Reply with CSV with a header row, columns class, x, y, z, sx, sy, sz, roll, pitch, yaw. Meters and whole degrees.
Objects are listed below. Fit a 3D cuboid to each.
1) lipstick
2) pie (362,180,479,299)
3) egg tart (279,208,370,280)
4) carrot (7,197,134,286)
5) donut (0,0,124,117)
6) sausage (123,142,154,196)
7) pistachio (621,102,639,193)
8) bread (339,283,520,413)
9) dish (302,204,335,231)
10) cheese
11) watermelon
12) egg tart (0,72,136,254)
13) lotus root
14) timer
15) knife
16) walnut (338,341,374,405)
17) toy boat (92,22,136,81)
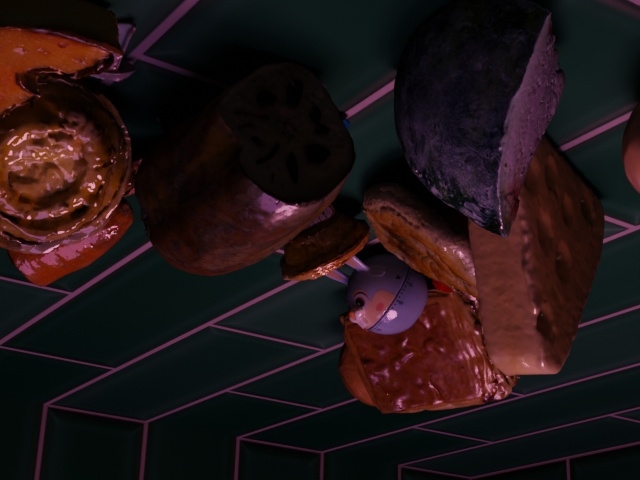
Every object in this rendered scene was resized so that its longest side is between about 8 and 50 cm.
class,x,y,z,sx,sy,sz,roll,pitch,yaw
lipstick,0.250,0.024,2.177,0.073,0.073,0.280,1,159,2
pie,0.190,0.011,1.967,0.337,0.075,0.337,37,173,5
egg tart,0.000,0.000,2.056,0.191,0.191,0.074,-14,114,34
carrot,-0.429,-0.028,2.040,0.225,0.159,0.159,-22,150,21
donut,-0.389,-0.253,1.503,0.259,0.101,0.152,-13,153,34
sausage,-0.364,-0.102,1.908,0.304,0.078,0.078,-9,156,24
pistachio,0.529,-0.111,1.615,0.229,0.230,0.309,-5,166,17
bread,0.232,0.210,2.441,0.324,0.278,0.167,-18,-169,30
dish,-0.070,-0.078,1.957,0.190,0.066,0.191,1,156,0
cheese,0.323,-0.021,1.827,0.104,0.384,0.384,-4,158,32
watermelon,0.211,-0.179,1.544,0.213,0.320,0.289,-15,-159,-30
egg tart,-0.399,-0.102,1.680,0.278,0.279,0.095,12,-161,-24
lotus root,-0.127,-0.083,1.684,0.250,0.251,0.346,18,148,-34
timer,0.082,0.094,2.245,0.255,0.175,0.175,11,156,-18
knife,-0.103,-0.175,1.773,0.296,0.026,0.044,0,146,7
walnut,0.182,0.279,2.650,0.297,0.203,0.203,8,157,-22
toy boat,-0.284,-0.265,1.572,0.096,0.034,0.122,10,148,-19
